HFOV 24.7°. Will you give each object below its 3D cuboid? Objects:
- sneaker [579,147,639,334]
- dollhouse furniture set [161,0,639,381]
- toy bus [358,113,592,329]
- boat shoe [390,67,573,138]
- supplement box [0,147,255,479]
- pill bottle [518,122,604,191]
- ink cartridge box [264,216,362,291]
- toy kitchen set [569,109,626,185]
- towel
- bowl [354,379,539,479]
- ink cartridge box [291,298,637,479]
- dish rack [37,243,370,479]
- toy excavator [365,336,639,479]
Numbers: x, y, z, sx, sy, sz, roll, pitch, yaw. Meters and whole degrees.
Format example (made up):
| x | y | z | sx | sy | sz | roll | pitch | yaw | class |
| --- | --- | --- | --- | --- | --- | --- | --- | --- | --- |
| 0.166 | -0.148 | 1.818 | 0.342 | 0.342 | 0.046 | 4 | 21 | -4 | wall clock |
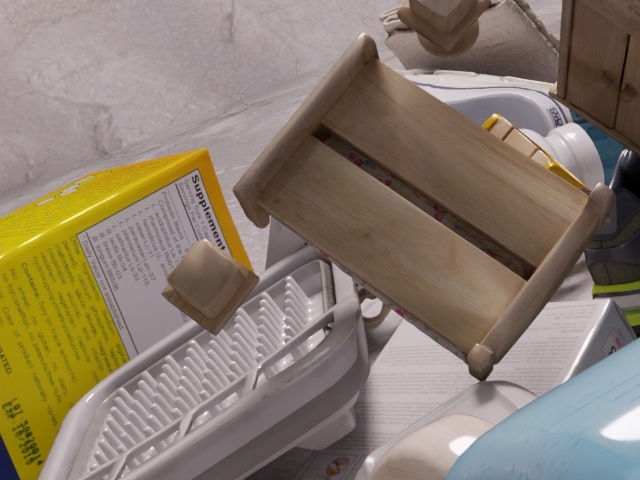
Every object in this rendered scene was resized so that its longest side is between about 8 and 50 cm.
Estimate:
| x | y | z | sx | sy | sz | roll | pitch | yaw | class |
| --- | --- | --- | --- | --- | --- | --- | --- | --- | --- |
| 0.299 | -0.037 | 1.142 | 0.111 | 0.121 | 0.300 | -8 | 18 | 43 | sneaker |
| 0.133 | 0.004 | 0.968 | 0.355 | 0.303 | 0.174 | -50 | -18 | -11 | dollhouse furniture set |
| 0.143 | -0.005 | 1.285 | 0.202 | 0.191 | 0.104 | -9 | -26 | 37 | toy bus |
| 0.166 | -0.155 | 1.781 | 0.367 | 0.135 | 0.156 | 2 | 17 | 42 | boat shoe |
| -0.250 | 0.075 | 1.366 | 0.195 | 0.194 | 0.356 | -7 | 19 | 45 | supplement box |
| 0.174 | -0.046 | 1.404 | 0.184 | 0.103 | 0.103 | -23 | 14 | -10 | pill bottle |
| 0.000 | 0.000 | 1.293 | 0.046 | 0.207 | 0.097 | 33 | 46 | 28 | ink cartridge box |
| 0.306 | -0.101 | 1.386 | 0.207 | 0.122 | 0.166 | -7 | 19 | 45 | toy kitchen set |
| 0.214 | -0.226 | 1.840 | 0.187 | 0.282 | 0.049 | -10 | 61 | 34 | towel |
| 0.085 | 0.138 | 0.842 | 0.142 | 0.053 | 0.142 | -32 | 21 | -5 | bowl |
| 0.085 | 0.136 | 0.979 | 0.189 | 0.066 | 0.232 | -6 | 40 | 45 | ink cartridge box |
| -0.078 | 0.122 | 1.090 | 0.286 | 0.072 | 0.333 | -34 | 12 | 7 | dish rack |
| 0.122 | 0.124 | 0.474 | 0.222 | 0.433 | 0.445 | -26 | 42 | -22 | toy excavator |
